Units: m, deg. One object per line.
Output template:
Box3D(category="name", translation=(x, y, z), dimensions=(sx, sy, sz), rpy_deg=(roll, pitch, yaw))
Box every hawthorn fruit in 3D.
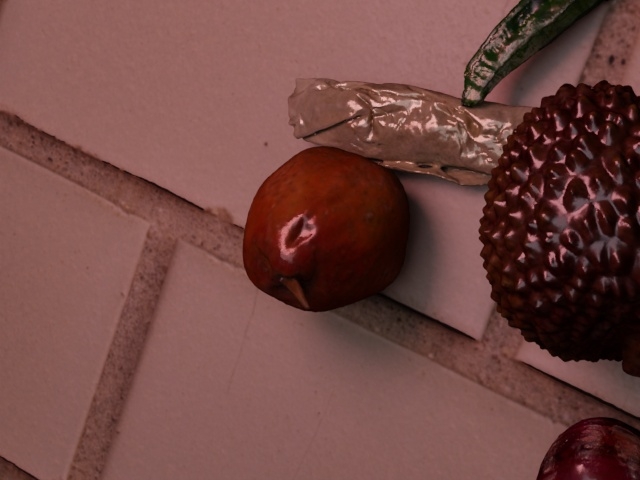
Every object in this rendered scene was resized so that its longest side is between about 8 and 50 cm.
Box3D(category="hawthorn fruit", translation=(0.000, 0.000, 1.477), dimensions=(0.210, 0.262, 0.211), rpy_deg=(8, 118, 16))

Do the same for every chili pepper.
Box3D(category="chili pepper", translation=(0.253, -0.248, 1.446), dimensions=(0.088, 0.059, 0.227), rpy_deg=(43, 94, 20))

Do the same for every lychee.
Box3D(category="lychee", translation=(0.319, -0.010, 1.300), dimensions=(0.306, 0.306, 0.330), rpy_deg=(-22, 66, 25))

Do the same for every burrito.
Box3D(category="burrito", translation=(0.128, -0.140, 1.522), dimensions=(0.392, 0.076, 0.117), rpy_deg=(12, 93, 26))

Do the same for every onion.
Box3D(category="onion", translation=(0.306, 0.317, 1.394), dimensions=(0.218, 0.140, 0.195), rpy_deg=(-18, 87, 29))
